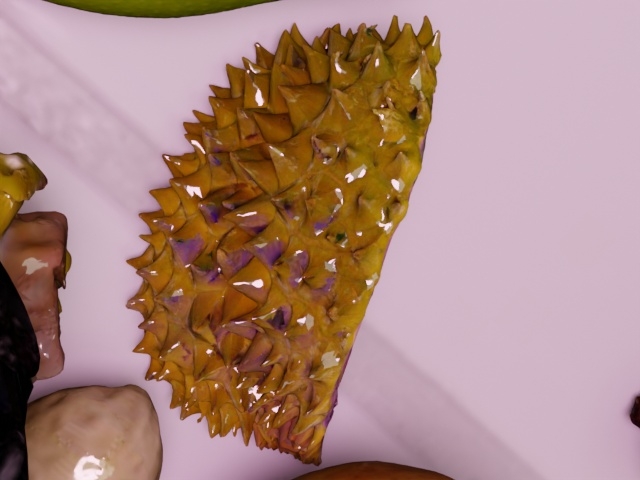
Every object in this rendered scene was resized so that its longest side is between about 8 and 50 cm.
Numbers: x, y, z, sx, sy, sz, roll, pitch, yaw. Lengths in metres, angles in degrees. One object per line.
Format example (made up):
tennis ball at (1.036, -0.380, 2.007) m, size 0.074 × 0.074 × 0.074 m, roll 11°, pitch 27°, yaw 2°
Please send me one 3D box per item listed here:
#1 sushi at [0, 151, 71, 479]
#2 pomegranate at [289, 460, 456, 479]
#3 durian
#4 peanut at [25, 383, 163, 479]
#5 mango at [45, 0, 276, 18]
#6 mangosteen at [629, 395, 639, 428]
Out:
sushi at (-0.282, 0.036, 0.574) m, size 0.328 × 0.285 × 0.328 m, roll -36°, pitch 115°, yaw 22°
pomegranate at (0.020, 0.262, 0.716) m, size 0.307 × 0.307 × 0.307 m, roll -3°, pitch 101°, yaw -17°
durian at (-0.009, -0.003, 0.725) m, size 0.153 × 0.186 × 0.261 m, roll 11°, pitch 84°, yaw -25°
peanut at (-0.175, 0.172, 0.718) m, size 0.236 × 0.120 × 0.110 m, roll -44°, pitch 71°, yaw 1°
mango at (-0.069, -0.202, 0.660) m, size 0.343 × 0.156 × 0.192 m, roll 11°, pitch 98°, yaw -20°
mangosteen at (0.323, 0.157, 0.840) m, size 0.257 × 0.215 × 0.215 m, roll 19°, pitch 95°, yaw 8°
